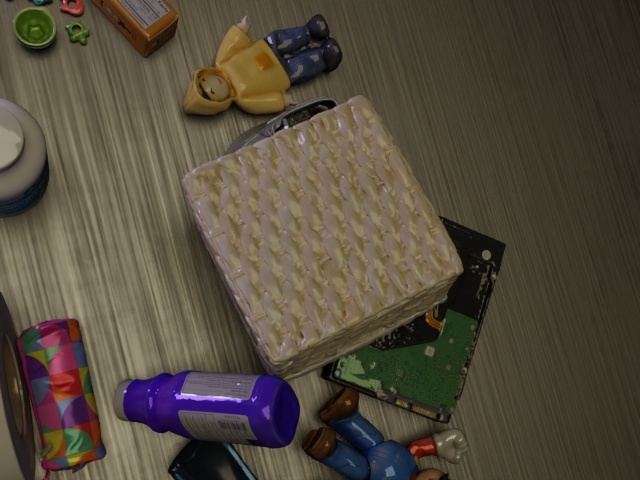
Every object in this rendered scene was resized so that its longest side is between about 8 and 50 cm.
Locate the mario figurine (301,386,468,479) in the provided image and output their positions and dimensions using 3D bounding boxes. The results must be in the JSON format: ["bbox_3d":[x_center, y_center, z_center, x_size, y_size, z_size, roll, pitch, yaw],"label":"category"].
[{"bbox_3d":[0.142,0.368,1.270,0.321,0.170,0.198,37,88,-8],"label":"mario figurine"}]

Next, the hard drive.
[{"bbox_3d":[0.166,0.121,1.382,0.237,0.064,0.338,21,76,-10],"label":"hard drive"}]

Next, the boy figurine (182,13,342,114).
[{"bbox_3d":[-0.113,-0.301,1.367,0.285,0.092,0.177,-25,91,-20],"label":"boy figurine"}]

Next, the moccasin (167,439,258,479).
[{"bbox_3d":[-0.109,0.459,1.241,0.117,0.137,0.342,-36,77,-13],"label":"moccasin"}]

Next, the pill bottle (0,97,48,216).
[{"bbox_3d":[-0.473,-0.121,1.151,0.146,0.264,0.146,2,84,-17],"label":"pill bottle"}]

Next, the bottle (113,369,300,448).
[{"bbox_3d":[-0.177,0.250,1.195,0.283,0.118,0.092,-1,51,23],"label":"bottle"}]

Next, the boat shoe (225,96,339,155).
[{"bbox_3d":[-0.065,-0.185,1.363,0.228,0.081,0.079,-33,90,-17],"label":"boat shoe"}]

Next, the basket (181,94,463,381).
[{"bbox_3d":[0.000,0.000,1.215,0.329,0.266,0.331,-26,77,-7],"label":"basket"}]

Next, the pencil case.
[{"bbox_3d":[-0.395,0.237,1.204,0.105,0.104,0.236,-12,82,-16],"label":"pencil case"}]

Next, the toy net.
[{"bbox_3d":[-0.472,-0.430,1.319,0.122,0.045,0.232,-19,86,-16],"label":"toy net"}]

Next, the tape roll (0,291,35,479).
[{"bbox_3d":[-0.472,0.213,1.095,0.100,0.286,0.286,-11,84,-16],"label":"tape roll"}]

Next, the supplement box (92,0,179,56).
[{"bbox_3d":[-0.344,-0.428,1.335,0.080,0.078,0.233,-41,93,-19],"label":"supplement box"}]
